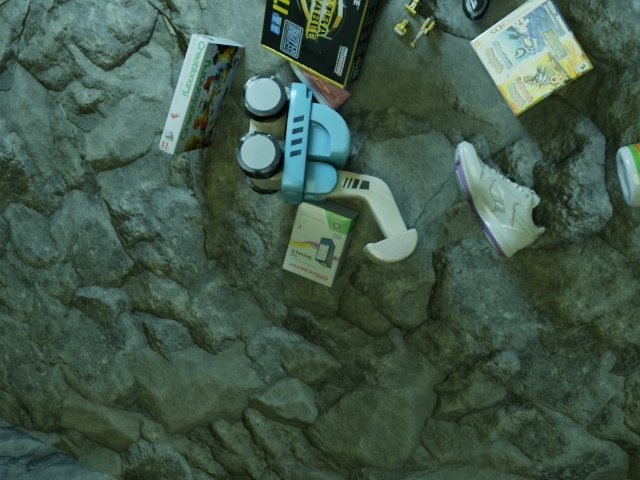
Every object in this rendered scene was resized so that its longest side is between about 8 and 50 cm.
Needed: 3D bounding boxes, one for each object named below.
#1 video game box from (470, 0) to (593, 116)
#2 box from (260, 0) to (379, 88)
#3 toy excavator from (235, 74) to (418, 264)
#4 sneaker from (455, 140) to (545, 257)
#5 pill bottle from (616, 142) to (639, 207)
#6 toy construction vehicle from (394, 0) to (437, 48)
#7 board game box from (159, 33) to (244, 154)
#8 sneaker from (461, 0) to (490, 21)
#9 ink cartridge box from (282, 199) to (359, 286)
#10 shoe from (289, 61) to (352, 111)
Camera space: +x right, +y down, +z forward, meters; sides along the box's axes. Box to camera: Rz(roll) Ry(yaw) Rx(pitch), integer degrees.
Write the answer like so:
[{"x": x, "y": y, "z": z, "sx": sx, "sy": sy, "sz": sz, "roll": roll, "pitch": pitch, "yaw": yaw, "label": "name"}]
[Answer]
[{"x": 0.472, "y": -0.419, "z": 1.173, "sx": 0.187, "sy": 0.048, "sz": 0.205, "roll": -32, "pitch": 93, "yaw": 28, "label": "video game box"}, {"x": 0.003, "y": -0.554, "z": 1.192, "sx": 0.257, "sy": 0.079, "sz": 0.322, "roll": 33, "pitch": 137, "yaw": 15, "label": "box"}, {"x": 0.024, "y": -0.169, "z": 1.290, "sx": 0.444, "sy": 0.222, "sz": 0.434, "roll": 4, "pitch": 81, "yaw": -1, "label": "toy excavator"}, {"x": 0.432, "y": -0.116, "z": 1.262, "sx": 0.152, "sy": 0.114, "sz": 0.305, "roll": -29, "pitch": 99, "yaw": 11, "label": "sneaker"}, {"x": 0.776, "y": -0.159, "z": 1.094, "sx": 0.245, "sy": 0.136, "sz": 0.137, "roll": -12, "pitch": 102, "yaw": 22, "label": "pill bottle"}, {"x": 0.226, "y": -0.522, "z": 1.234, "sx": 0.086, "sy": 0.035, "sz": 0.098, "roll": 43, "pitch": 115, "yaw": 3, "label": "toy construction vehicle"}, {"x": -0.316, "y": -0.386, "z": 1.384, "sx": 0.053, "sy": 0.193, "sz": 0.306, "roll": 29, "pitch": 114, "yaw": 9, "label": "board game box"}, {"x": 0.353, "y": -0.586, "z": 1.145, "sx": 0.066, "sy": 0.078, "sz": 0.188, "roll": 15, "pitch": 111, "yaw": 15, "label": "sneaker"}, {"x": 0.000, "y": 0.000, "z": 1.446, "sx": 0.154, "sy": 0.093, "sz": 0.213, "roll": 22, "pitch": 114, "yaw": 12, "label": "ink cartridge box"}, {"x": 0.002, "y": -0.419, "z": 1.334, "sx": 0.081, "sy": 0.063, "sz": 0.178, "roll": -36, "pitch": 97, "yaw": 24, "label": "shoe"}]
